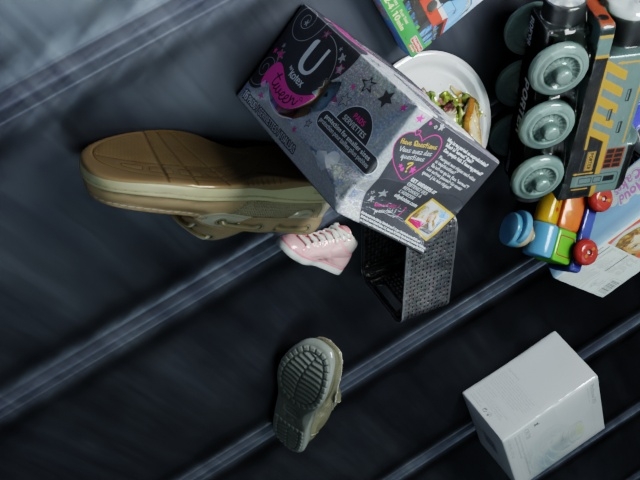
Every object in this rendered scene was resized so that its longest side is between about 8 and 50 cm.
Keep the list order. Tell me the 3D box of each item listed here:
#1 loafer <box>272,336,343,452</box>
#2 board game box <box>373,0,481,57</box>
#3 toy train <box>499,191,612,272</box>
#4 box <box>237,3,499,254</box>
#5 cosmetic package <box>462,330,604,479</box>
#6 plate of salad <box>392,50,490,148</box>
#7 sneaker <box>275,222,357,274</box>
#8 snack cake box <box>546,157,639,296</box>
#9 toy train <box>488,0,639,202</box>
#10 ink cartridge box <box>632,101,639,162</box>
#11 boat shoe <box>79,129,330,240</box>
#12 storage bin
[{"bbox_3d":[-0.015,0.232,1.385,0.087,0.094,0.251,-35,154,-41],"label":"loafer"},{"bbox_3d":[0.151,-0.339,1.020,0.211,0.039,0.160,-40,138,2],"label":"board game box"},{"bbox_3d":[0.374,-0.085,1.370,0.143,0.105,0.248,18,87,-24],"label":"toy train"},{"bbox_3d":[0.047,-0.129,0.977,0.163,0.247,0.142,25,109,-45],"label":"box"},{"bbox_3d":[0.428,0.338,1.730,0.224,0.138,0.224,-34,138,-6],"label":"cosmetic package"},{"bbox_3d":[0.145,-0.146,1.141,0.199,0.048,0.200,-8,109,-23],"label":"plate of salad"},{"bbox_3d":[0.000,0.000,1.207,0.134,0.051,0.070,21,111,-47],"label":"sneaker"},{"bbox_3d":[0.511,-0.027,1.446,0.152,0.089,0.264,20,129,-38],"label":"snack cake box"},{"bbox_3d":[0.343,-0.191,1.180,0.190,0.142,0.334,-8,135,-7],"label":"toy train"},{"bbox_3d":[0.575,-0.196,1.414,0.165,0.065,0.332,-43,137,7],"label":"ink cartridge box"},{"bbox_3d":[-0.121,-0.049,1.027,0.341,0.122,0.110,2,125,-36],"label":"boat shoe"},{"bbox_3d":[0.123,0.012,1.246,0.084,0.122,0.180,-18,134,-20],"label":"storage bin"}]
